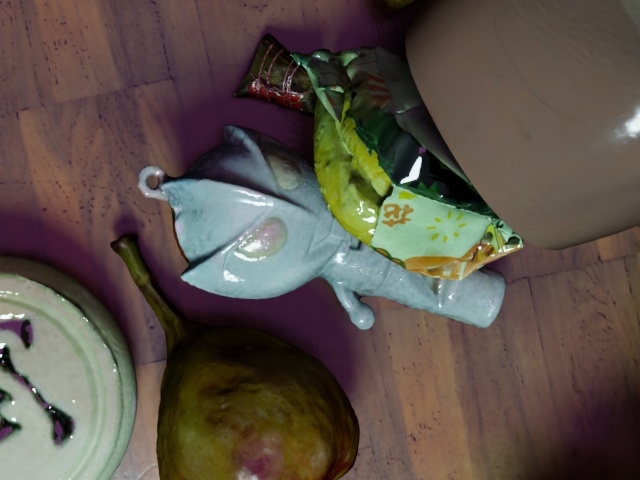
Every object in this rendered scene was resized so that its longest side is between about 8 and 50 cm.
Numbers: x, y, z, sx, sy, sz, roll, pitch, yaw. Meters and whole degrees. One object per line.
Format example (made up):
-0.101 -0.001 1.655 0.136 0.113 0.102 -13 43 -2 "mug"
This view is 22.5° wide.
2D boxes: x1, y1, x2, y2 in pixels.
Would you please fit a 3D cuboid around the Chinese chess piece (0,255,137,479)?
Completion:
-0.287 0.138 1.418 0.250 0.101 0.250 0 92 -6 "Chinese chess piece"

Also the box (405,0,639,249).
0.223 -0.147 1.335 0.216 0.301 0.301 -31 97 27 "box"

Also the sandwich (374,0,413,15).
0.127 -0.365 1.434 0.273 0.095 0.249 -24 96 -5 "sandwich"

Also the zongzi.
-0.024 -0.145 1.442 0.083 0.073 0.067 31 71 -8 "zongzi"

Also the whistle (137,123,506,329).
0.000 -0.001 1.434 0.346 0.134 0.142 19 51 -16 "whistle"

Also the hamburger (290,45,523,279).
0.061 -0.084 1.378 0.235 0.214 0.125 19 123 -31 "hamburger"

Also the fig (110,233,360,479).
-0.071 0.116 1.414 0.190 0.191 0.290 -11 75 -5 "fig"
